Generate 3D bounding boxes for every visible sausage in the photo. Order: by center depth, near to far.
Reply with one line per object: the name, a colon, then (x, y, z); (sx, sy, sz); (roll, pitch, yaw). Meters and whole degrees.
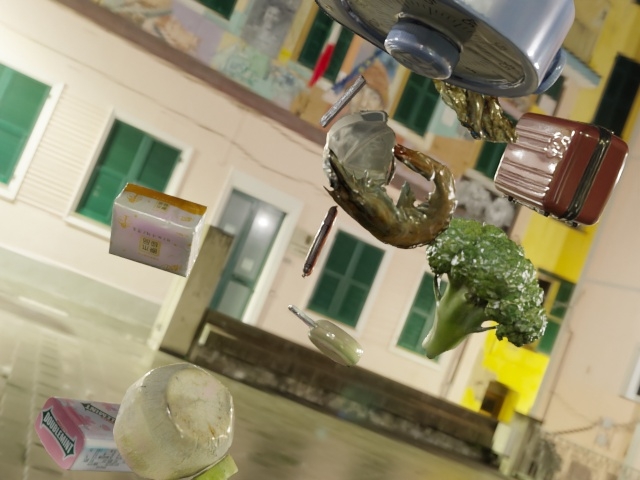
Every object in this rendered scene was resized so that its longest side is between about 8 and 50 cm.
sausage: (0.000, 0.000, 1.719); (0.025, 0.198, 0.028); (28, -30, -6)

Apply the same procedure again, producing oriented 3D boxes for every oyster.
oyster: (0.298, -0.303, 1.586); (0.223, 0.214, 0.083); (22, -39, -38)

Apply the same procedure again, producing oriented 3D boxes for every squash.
squash: (-0.277, 0.517, 1.606); (0.049, 0.252, 0.252); (56, -1, 8)

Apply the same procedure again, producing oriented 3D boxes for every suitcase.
suitcase: (0.556, -0.173, 1.894); (0.161, 0.236, 0.297); (19, 9, -18)

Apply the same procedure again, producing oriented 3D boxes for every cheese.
cheese: (0.007, 0.236, 2.049); (0.227, 0.064, 0.137); (40, -20, -16)

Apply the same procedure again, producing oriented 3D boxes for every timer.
timer: (0.188, -0.326, 1.175); (0.395, 0.173, 0.395); (27, -2, 1)

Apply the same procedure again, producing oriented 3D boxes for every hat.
hat: (0.075, -0.219, 1.986); (0.161, 0.232, 0.275); (14, 23, -27)

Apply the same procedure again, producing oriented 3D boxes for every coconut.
coconut: (-0.291, 0.366, 1.605); (0.227, 0.227, 0.230); (24, -44, -27)

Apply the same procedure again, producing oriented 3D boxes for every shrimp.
shrimp: (0.119, -0.081, 1.283); (0.253, 0.173, 0.058); (45, 18, -31)

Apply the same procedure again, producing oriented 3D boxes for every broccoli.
broccoli: (0.337, 0.104, 1.613); (0.254, 0.186, 0.302); (15, -44, 29)

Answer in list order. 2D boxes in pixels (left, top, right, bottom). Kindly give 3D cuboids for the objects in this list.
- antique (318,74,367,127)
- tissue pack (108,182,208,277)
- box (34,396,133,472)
antique: (0.068, -0.418, 2.432); (0.015, 0.192, 0.031); (27, 21, -48)
tissue pack: (-0.433, -0.028, 2.151); (0.225, 0.124, 0.185); (18, -50, -1)
box: (-0.504, 0.490, 2.011); (0.190, 0.112, 0.370); (39, 8, 38)
